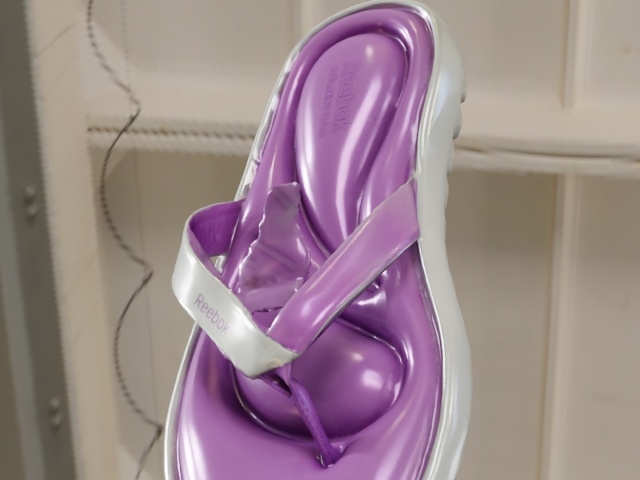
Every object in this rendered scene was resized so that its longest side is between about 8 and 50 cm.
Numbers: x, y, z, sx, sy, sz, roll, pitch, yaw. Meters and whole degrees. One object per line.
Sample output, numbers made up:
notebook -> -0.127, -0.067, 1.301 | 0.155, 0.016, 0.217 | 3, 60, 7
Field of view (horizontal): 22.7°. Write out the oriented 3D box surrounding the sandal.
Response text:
sandal -> -0.014, 0.005, 0.838 | 0.169, 0.416, 0.102 | -19, -49, 23
